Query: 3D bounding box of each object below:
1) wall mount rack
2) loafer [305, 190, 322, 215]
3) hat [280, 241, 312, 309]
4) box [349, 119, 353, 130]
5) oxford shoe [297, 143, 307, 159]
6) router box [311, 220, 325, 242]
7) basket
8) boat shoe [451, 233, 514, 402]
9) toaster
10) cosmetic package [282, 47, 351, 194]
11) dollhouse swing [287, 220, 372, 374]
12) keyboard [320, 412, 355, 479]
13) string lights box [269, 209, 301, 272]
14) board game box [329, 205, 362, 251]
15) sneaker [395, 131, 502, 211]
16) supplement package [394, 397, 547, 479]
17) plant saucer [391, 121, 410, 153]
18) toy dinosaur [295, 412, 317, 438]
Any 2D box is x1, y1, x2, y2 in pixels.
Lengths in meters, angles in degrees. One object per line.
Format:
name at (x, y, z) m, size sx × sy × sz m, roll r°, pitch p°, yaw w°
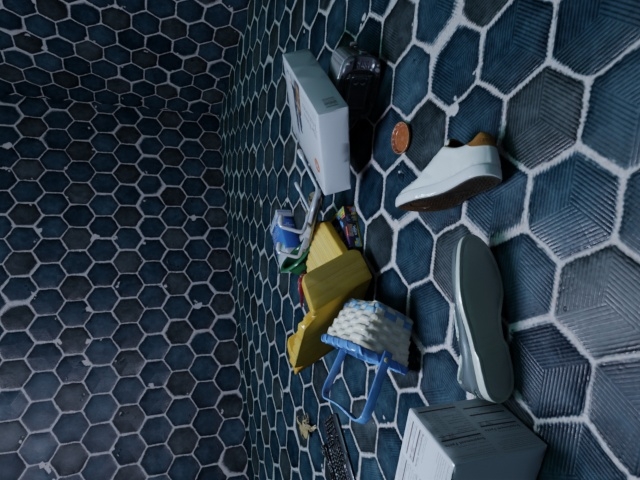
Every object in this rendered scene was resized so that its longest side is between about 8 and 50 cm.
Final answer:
wall mount rack at (-0.065, -0.118, 1.570) m, size 0.350 × 0.130 × 0.304 m, roll 105°, pitch -178°, yaw -63°
loafer at (-0.021, -0.131, 1.748) m, size 0.148 × 0.056 × 0.050 m, roll 105°, pitch 154°, yaw -55°
hat at (-0.043, 0.123, 1.834) m, size 0.208 × 0.183 × 0.173 m, roll -32°, pitch 21°, yaw 38°
box at (0.037, -0.390, 1.590) m, size 0.183 × 0.059 × 0.233 m, roll -115°, pitch 32°, yaw -43°
oxford shoe at (-0.034, -0.398, 1.778) m, size 0.212 × 0.076 × 0.076 m, roll 118°, pitch 175°, yaw -53°
router box at (0.000, 0.000, 1.713) m, size 0.092 × 0.038 × 0.123 m, roll 118°, pitch 144°, yaw -50°
basket at (0.110, 0.306, 1.198) m, size 0.289 × 0.201 × 0.254 m, roll -62°, pitch 19°, yaw -12°
boat shoe at (0.295, 0.151, 0.905) m, size 0.099 × 0.116 × 0.320 m, roll -20°, pitch 77°, yaw 62°
toaster at (0.092, -0.467, 1.374) m, size 0.147 × 0.129 × 0.227 m, roll -110°, pitch 22°, yaw -47°
cosmetic package at (-0.013, -0.368, 1.410) m, size 0.285 × 0.097 × 0.377 m, roll 81°, pitch 169°, yaw -47°
dollhouse swing at (-0.037, 0.159, 1.457) m, size 0.305 × 0.315 × 0.347 m, roll 46°, pitch 143°, yaw 26°
keyboard at (0.056, 0.782, 1.600) m, size 0.202 × 0.033 × 0.317 m, roll 114°, pitch 148°, yaw -45°
string lights box at (-0.154, 0.001, 2.035) m, size 0.133 × 0.076 × 0.260 m, roll 114°, pitch 147°, yaw -45°
board game box at (0.072, -0.015, 1.527) m, size 0.170 × 0.048 × 0.141 m, roll 133°, pitch 133°, yaw -59°
sneaker at (0.272, -0.143, 0.996) m, size 0.290 × 0.105 × 0.123 m, roll -23°, pitch 60°, yaw 58°
supplement package at (0.265, 0.455, 0.860) m, size 0.145 × 0.203 × 0.262 m, roll -137°, pitch 51°, yaw -61°
plant saucer at (0.216, -0.272, 1.220) m, size 0.083 × 0.013 × 0.084 m, roll 179°, pitch 90°, yaw -68°
toy dinosaur at (-0.070, 0.762, 1.875) m, size 0.183 × 0.053 × 0.093 m, roll 122°, pitch 140°, yaw -52°
